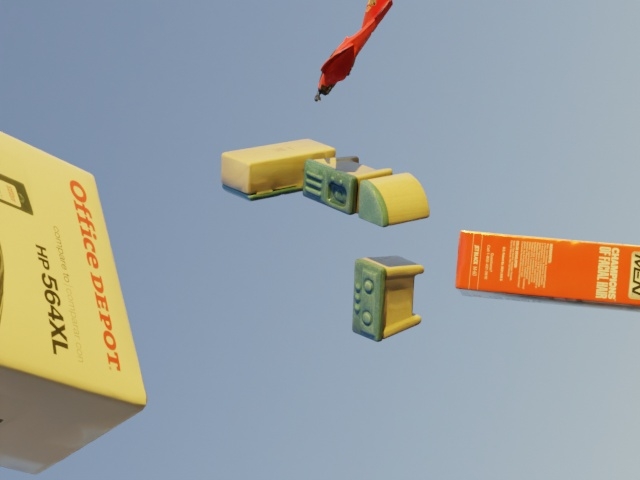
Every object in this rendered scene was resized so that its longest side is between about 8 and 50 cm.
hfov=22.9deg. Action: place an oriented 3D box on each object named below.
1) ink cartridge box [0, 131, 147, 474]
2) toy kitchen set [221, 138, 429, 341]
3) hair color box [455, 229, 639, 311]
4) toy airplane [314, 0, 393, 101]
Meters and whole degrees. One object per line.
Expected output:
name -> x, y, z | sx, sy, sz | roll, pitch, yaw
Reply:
ink cartridge box -> -0.189, 0.013, 0.748 | 0.203, 0.086, 0.148 | 25, -140, -50
toy kitchen set -> 0.000, 0.000, 1.678 | 0.122, 0.207, 0.166 | -11, -68, -37
hair color box -> 0.201, 0.028, 1.332 | 0.093, 0.167, 0.053 | 34, -120, -79
toy airplane -> 0.036, -0.207, 1.635 | 0.151, 0.028, 0.151 | -58, 1, 1
